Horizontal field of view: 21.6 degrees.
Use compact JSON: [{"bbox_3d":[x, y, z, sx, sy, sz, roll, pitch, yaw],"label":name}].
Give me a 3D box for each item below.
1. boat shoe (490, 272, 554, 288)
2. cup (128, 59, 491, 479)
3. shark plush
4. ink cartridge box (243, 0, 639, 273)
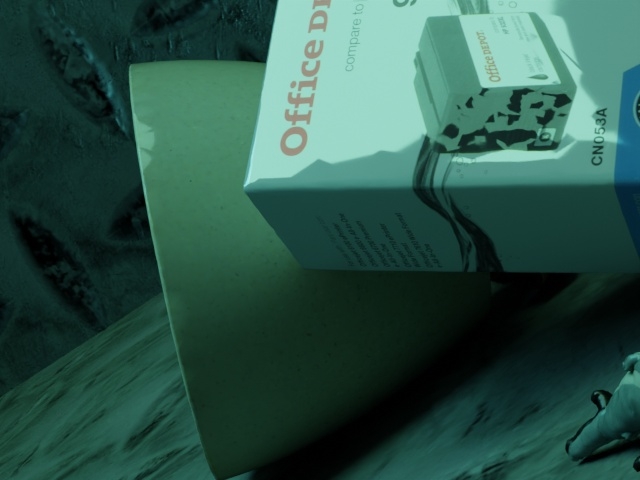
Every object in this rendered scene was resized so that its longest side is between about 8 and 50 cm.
[{"bbox_3d":[0.163,-0.010,1.378,0.073,0.073,0.207,-38,9,-5],"label":"boat shoe"},{"bbox_3d":[0.000,0.000,1.315,0.237,0.331,0.331,-13,8,-1],"label":"cup"},{"bbox_3d":[0.172,0.088,0.874,0.161,0.073,0.067,-20,48,48],"label":"shark plush"},{"bbox_3d":[0.125,-0.103,1.088,0.308,0.129,0.223,0,65,21],"label":"ink cartridge box"}]
